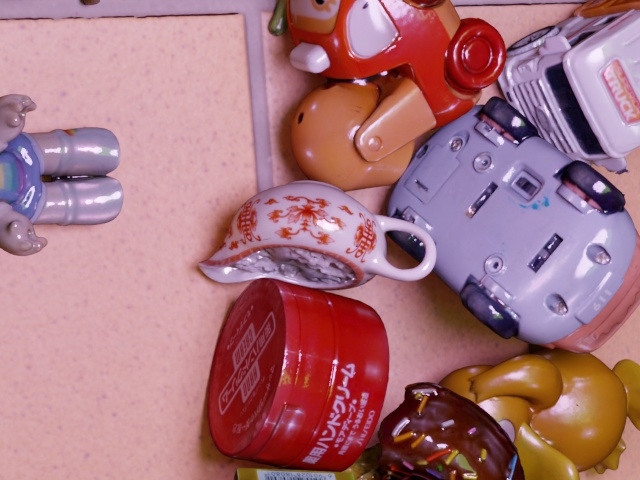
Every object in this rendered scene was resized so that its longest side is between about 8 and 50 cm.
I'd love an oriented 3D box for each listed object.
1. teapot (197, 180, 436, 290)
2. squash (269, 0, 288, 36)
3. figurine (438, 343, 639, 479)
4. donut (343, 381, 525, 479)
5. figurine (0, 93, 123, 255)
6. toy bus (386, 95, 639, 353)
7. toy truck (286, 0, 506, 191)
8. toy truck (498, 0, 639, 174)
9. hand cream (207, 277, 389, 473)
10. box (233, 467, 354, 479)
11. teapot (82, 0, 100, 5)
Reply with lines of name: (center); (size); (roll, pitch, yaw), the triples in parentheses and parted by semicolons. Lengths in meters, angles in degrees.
teapot: (0.000, 0.000, 1.587); (0.159, 0.245, 0.116); (64, 36, -49)
squash: (-0.033, -0.262, 1.658); (0.027, 0.027, 0.089); (17, 85, -24)
figurine: (0.240, 0.200, 1.709); (0.228, 0.215, 0.215); (-31, 103, -42)
donut: (0.100, 0.269, 1.612); (0.216, 0.230, 0.096); (56, 25, -16)
figurine: (-0.365, -0.041, 1.436); (0.382, 0.205, 0.224); (16, 79, -43)
toy bus: (0.227, -0.003, 1.647); (0.194, 0.288, 0.232); (-52, 139, 6)
toy truck: (0.044, -0.193, 1.604); (0.239, 0.189, 0.265); (-38, 115, -15)
toy truck: (0.407, -0.232, 1.758); (0.387, 0.207, 0.173); (-34, 103, -21)
hand cream: (-0.024, 0.140, 1.569); (0.125, 0.193, 0.193); (13, 84, -24)
box: (-0.044, 0.311, 1.574); (0.121, 0.030, 0.193); (5, 126, -13)
teapot: (-0.248, -0.293, 1.551); (0.080, 0.085, 0.110); (-55, 141, -38)
